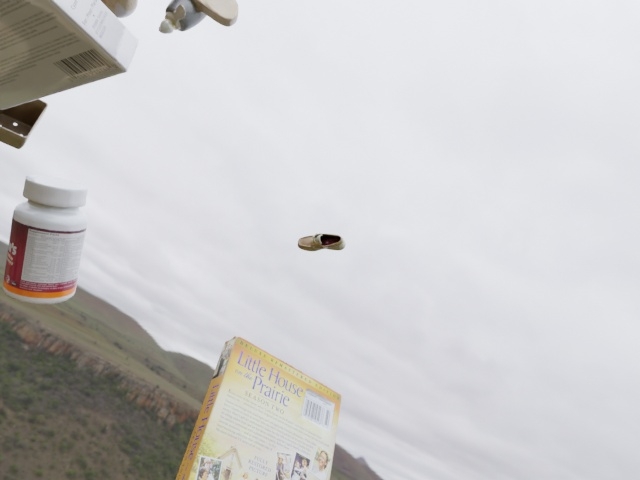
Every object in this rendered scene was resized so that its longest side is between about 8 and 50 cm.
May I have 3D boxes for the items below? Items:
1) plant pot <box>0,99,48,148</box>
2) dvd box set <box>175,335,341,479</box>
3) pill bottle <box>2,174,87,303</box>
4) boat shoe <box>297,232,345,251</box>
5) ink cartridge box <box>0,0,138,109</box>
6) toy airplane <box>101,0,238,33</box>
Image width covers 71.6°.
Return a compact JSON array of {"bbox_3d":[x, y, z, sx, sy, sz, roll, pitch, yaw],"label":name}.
[{"bbox_3d":[-0.703,-0.273,1.008,0.109,0.109,0.096,25,-33,-25],"label":"plant pot"},{"bbox_3d":[-0.113,0.437,0.846,0.307,0.420,0.062,37,-47,-24],"label":"dvd box set"},{"bbox_3d":[-0.511,-0.003,0.834,0.121,0.221,0.121,15,11,-3],"label":"pill bottle"},{"bbox_3d":[0.000,0.000,1.221,0.135,0.050,0.045,-2,-28,10],"label":"boat shoe"},{"bbox_3d":[-0.436,-0.292,0.561,0.296,0.066,0.261,-3,-24,26],"label":"ink cartridge box"},{"bbox_3d":[-0.386,-0.590,0.894,0.384,0.386,0.272,-2,-34,-34],"label":"toy airplane"}]
